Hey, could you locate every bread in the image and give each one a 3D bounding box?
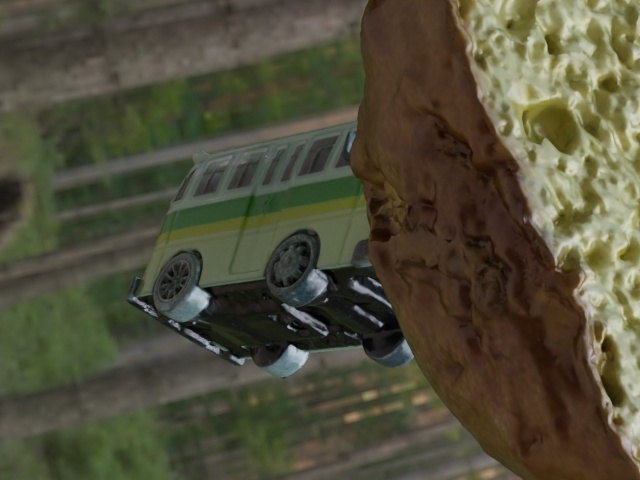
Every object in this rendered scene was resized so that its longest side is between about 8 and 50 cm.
[{"bbox_3d":[0.129,-0.016,0.993,0.179,0.194,0.340,-37,-108,62],"label":"bread"}]

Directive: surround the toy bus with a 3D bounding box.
[{"bbox_3d":[0.000,0.000,1.412,0.276,0.133,0.165,-10,-124,45],"label":"toy bus"}]
